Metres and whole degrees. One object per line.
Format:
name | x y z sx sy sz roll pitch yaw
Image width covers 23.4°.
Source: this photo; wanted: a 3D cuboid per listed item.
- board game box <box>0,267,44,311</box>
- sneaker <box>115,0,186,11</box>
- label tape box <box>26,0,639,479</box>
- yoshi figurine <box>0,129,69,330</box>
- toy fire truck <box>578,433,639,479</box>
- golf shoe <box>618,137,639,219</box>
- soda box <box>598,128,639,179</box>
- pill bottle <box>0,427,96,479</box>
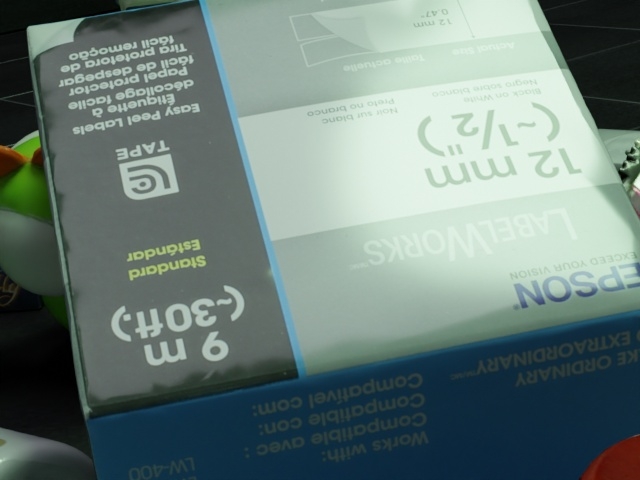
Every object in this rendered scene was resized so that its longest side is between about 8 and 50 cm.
board game box | -0.286 0.006 1.336 0.165 0.042 0.243 -5 16 9
sneaker | -0.101 -0.123 1.195 0.127 0.182 0.315 -5 -32 -38
label tape box | 0.016 0.033 0.686 0.249 0.115 0.348 -10 49 -8
yoshi figurine | -0.244 0.007 1.091 0.362 0.204 0.203 2 3 8
toy fire truck | 0.195 0.153 0.440 0.253 0.169 0.302 20 28 22
golf shoe | 0.201 0.028 0.905 0.120 0.105 0.273 24 49 22
soda box | 0.288 -0.015 1.043 0.286 0.098 0.091 7 21 43
pill bottle | -0.194 0.135 0.728 0.186 0.112 0.112 6 21 40
